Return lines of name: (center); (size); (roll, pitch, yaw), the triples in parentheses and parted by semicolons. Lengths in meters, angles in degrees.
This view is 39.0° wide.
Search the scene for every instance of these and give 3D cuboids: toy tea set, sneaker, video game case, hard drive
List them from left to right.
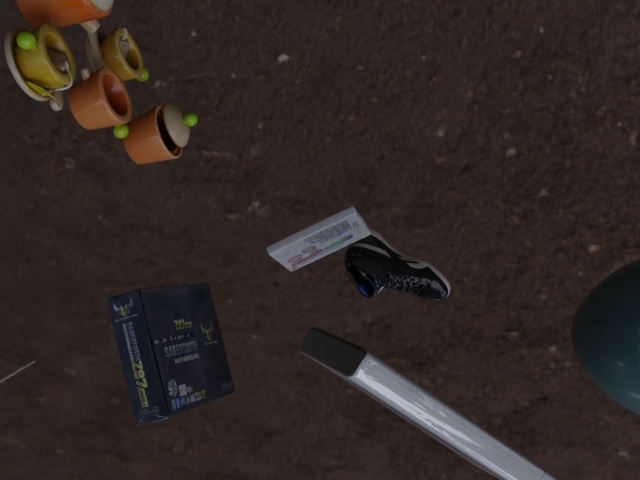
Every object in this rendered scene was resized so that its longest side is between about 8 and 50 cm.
toy tea set: (-0.247, -0.225, 1.117); (0.124, 0.200, 0.336); (-17, 158, 15)
video game case: (0.000, 0.000, 1.502); (0.157, 0.019, 0.143); (-25, 163, 6)
sneaker: (0.134, 0.078, 1.675); (0.217, 0.121, 0.079); (31, 134, -6)
hard drive: (0.150, 0.248, 1.303); (0.353, 0.047, 0.233); (35, 172, -17)

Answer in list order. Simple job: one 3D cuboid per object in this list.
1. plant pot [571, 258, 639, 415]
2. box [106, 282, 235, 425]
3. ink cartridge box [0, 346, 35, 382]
plant pot: (0.538, 0.160, 1.509); (0.290, 0.290, 0.195); (40, 155, -29)
box: (-0.215, 0.160, 1.341); (0.059, 0.183, 0.232); (-17, 174, 16)
ink cartridge box: (-0.598, 0.216, 1.323); (0.275, 0.239, 0.060); (13, 115, 28)
